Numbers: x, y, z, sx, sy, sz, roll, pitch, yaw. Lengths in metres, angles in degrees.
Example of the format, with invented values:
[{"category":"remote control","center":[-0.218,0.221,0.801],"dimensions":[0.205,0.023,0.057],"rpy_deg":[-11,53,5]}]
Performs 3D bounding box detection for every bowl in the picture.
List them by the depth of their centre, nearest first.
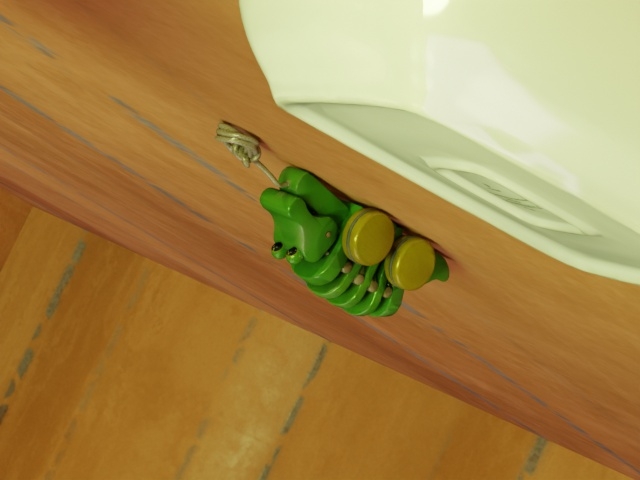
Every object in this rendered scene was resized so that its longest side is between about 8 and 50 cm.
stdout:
[{"category":"bowl","center":[0.050,-0.031,0.411],"dimensions":[0.142,0.053,0.142],"rpy_deg":[28,176,-20]}]

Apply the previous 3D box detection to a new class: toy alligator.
[{"category":"toy alligator","center":[0.000,0.000,0.993],"dimensions":[0.056,0.051,0.189],"rpy_deg":[20,173,44]}]
